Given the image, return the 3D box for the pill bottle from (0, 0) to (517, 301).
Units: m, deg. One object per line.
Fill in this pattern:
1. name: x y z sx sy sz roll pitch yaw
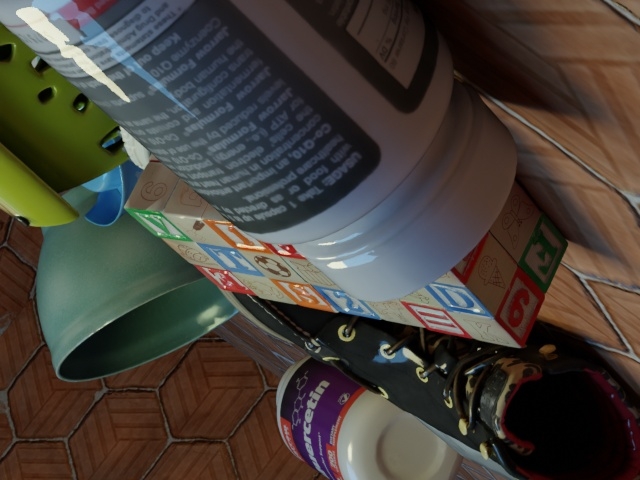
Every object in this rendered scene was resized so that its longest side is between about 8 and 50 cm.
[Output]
1. pill bottle: -0.031 -0.099 0.979 0.283 0.161 0.161 42 170 -29

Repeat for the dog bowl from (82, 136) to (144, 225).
1. dog bowl: -0.254 -0.126 1.864 0.297 0.074 0.165 27 132 47

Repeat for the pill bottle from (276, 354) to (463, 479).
1. pill bottle: 0.054 0.248 2.464 0.181 0.181 0.323 41 171 -23

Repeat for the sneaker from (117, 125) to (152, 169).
1. sneaker: -0.095 -0.103 1.429 0.122 0.110 0.283 28 171 20

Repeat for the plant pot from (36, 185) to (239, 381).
1. plant pot: -0.238 0.025 2.269 0.196 0.293 0.293 62 178 15

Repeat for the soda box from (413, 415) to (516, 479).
1. soda box: 0.206 0.196 1.854 0.098 0.091 0.286 41 171 -23

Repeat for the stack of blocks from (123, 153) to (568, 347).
1. stack of blocks: 0.002 -0.023 1.269 0.297 0.087 0.171 8 154 42

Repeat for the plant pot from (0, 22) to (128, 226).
1. plant pot: -0.270 -0.152 1.542 0.228 0.207 0.227 27 166 48

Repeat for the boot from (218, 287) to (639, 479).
1. boot: 0.098 0.095 1.588 0.377 0.138 0.284 38 174 -33

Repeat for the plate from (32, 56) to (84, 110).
1. plate: -0.287 -0.169 1.790 0.188 0.024 0.188 37 138 42

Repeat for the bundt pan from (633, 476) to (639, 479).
1. bundt pan: 0.379 0.313 1.590 0.331 0.124 0.331 32 176 2
